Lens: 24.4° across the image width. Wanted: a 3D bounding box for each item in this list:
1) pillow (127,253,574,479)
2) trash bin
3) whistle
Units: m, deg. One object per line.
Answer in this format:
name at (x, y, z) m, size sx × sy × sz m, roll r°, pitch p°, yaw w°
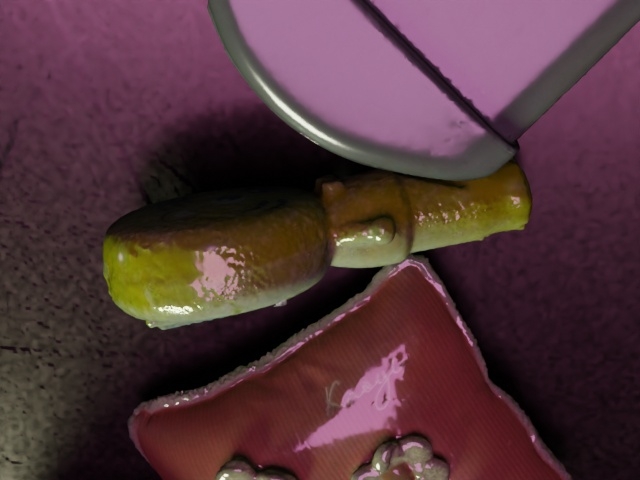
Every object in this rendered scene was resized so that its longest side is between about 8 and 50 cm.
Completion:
pillow at (0.018, 0.116, 0.730) m, size 0.179 × 0.075 × 0.171 m, roll -32°, pitch 103°, yaw 12°
trash bin at (0.060, -0.141, 0.604) m, size 0.236 × 0.101 × 0.176 m, roll -42°, pitch 105°, yaw 15°
whistle at (0.000, 0.000, 0.675) m, size 0.198 × 0.104 × 0.057 m, roll -9°, pitch 102°, yaw -10°
